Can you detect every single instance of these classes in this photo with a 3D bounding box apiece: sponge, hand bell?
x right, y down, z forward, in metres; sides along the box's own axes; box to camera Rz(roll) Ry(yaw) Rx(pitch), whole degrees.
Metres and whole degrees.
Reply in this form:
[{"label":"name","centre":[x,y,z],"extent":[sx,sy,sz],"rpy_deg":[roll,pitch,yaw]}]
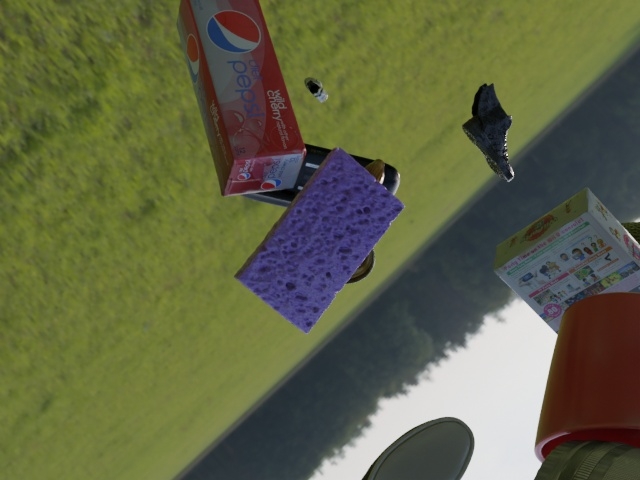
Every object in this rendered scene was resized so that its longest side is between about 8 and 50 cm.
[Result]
[{"label":"sponge","centre":[0.000,0.000,1.126],"extent":[0.210,0.117,0.031],"rpy_deg":[-52,-165,-5]},{"label":"hand bell","centre":[0.057,-0.057,1.404],"extent":[0.126,0.126,0.242],"rpy_deg":[-47,-169,42]}]

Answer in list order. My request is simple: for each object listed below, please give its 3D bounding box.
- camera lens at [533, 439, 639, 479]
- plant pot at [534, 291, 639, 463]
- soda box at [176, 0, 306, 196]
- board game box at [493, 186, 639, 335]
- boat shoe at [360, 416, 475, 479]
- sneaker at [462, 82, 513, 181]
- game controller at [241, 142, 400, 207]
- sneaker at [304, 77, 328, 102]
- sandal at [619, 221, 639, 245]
[{"label":"camera lens","centre":[0.448,0.397,1.211],"extent":[0.219,0.219,0.274],"rpy_deg":[-39,-153,-32]},{"label":"plant pot","centre":[0.482,0.232,1.417],"extent":[0.275,0.274,0.243],"rpy_deg":[131,-25,-54]},{"label":"soda box","centre":[-0.099,-0.187,1.065],"extent":[0.092,0.263,0.083],"rpy_deg":[-8,155,-21]},{"label":"board game box","centre":[0.516,0.080,1.710],"extent":[0.224,0.303,0.097],"rpy_deg":[-37,-164,33]},{"label":"boat shoe","centre":[0.087,0.383,1.271],"extent":[0.335,0.112,0.095],"rpy_deg":[-46,175,-18]},{"label":"sneaker","centre":[0.322,-0.195,1.624],"extent":[0.089,0.170,0.051],"rpy_deg":[-43,-162,-3]},{"label":"game controller","centre":[-0.012,-0.116,1.712],"extent":[0.067,0.319,0.167],"rpy_deg":[-86,-168,-46]},{"label":"sneaker","centre":[-0.014,-0.327,1.894],"extent":[0.032,0.083,0.037],"rpy_deg":[-46,138,8]},{"label":"sandal","centre":[0.724,0.047,1.951],"extent":[0.167,0.107,0.446],"rpy_deg":[-15,-165,-11]}]
